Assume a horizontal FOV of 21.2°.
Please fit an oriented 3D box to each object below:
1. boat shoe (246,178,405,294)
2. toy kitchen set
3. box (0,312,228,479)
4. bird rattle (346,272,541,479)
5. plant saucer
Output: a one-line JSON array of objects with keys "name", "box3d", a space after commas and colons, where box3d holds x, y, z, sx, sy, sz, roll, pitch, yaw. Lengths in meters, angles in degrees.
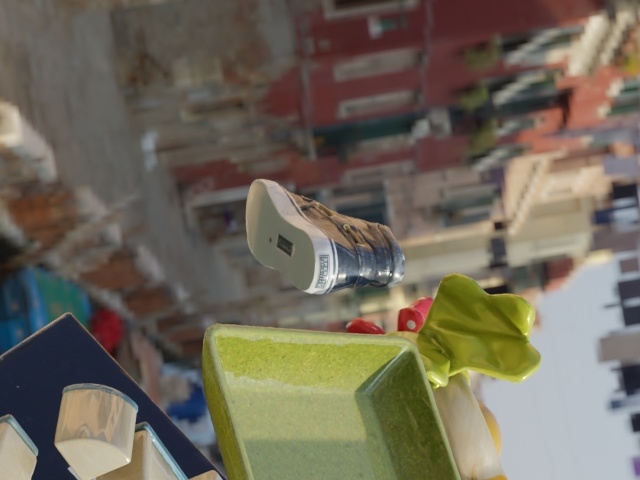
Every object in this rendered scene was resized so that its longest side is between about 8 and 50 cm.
[{"name": "boat shoe", "box3d": [0.000, 0.000, 1.410, 0.183, 0.083, 0.065, -135, -128, -60]}, {"name": "toy kitchen set", "box3d": [-0.176, 0.202, 1.279, 0.207, 0.166, 0.122, 60, 15, -28]}, {"name": "box", "box3d": [-0.229, 0.304, 1.582, 0.343, 0.179, 0.312, 45, -44, 8]}, {"name": "bird rattle", "box3d": [0.089, 0.141, 1.418, 0.253, 0.143, 0.207, 130, -58, -69]}, {"name": "plant saucer", "box3d": [0.009, 0.148, 1.035, 0.188, 0.045, 0.188, 7, 57, -46]}]
